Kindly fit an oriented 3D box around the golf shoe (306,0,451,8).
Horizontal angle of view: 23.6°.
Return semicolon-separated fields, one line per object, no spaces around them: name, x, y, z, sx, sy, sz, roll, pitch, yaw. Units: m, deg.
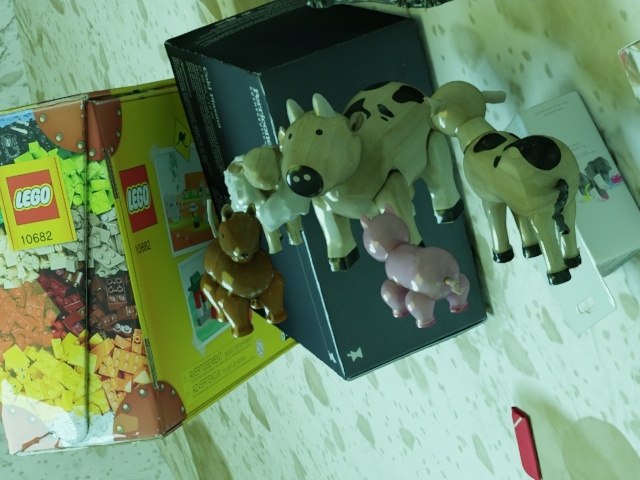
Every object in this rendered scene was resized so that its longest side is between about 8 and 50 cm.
golf shoe;0.076;-0.255;1.424;0.198;0.094;0.077;10;107;41

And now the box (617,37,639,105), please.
box;0.305;-0.002;1.062;0.324;0.067;0.063;68;162;1

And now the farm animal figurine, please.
farm animal figurine;0.051;-0.059;1.296;0.326;0.330;0.172;-70;-33;-68

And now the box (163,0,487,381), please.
box;0.001;-0.069;1.667;0.312;0.179;0.343;32;141;64

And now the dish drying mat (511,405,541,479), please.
dish drying mat;0.221;0.220;1.654;0.032;0.008;0.083;33;141;59

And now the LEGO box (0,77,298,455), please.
LEGO box;-0.207;0.002;1.832;0.500;0.193;0.372;-27;-74;-69

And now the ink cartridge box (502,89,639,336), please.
ink cartridge box;0.215;-0.021;1.297;0.181;0.062;0.104;65;163;11
